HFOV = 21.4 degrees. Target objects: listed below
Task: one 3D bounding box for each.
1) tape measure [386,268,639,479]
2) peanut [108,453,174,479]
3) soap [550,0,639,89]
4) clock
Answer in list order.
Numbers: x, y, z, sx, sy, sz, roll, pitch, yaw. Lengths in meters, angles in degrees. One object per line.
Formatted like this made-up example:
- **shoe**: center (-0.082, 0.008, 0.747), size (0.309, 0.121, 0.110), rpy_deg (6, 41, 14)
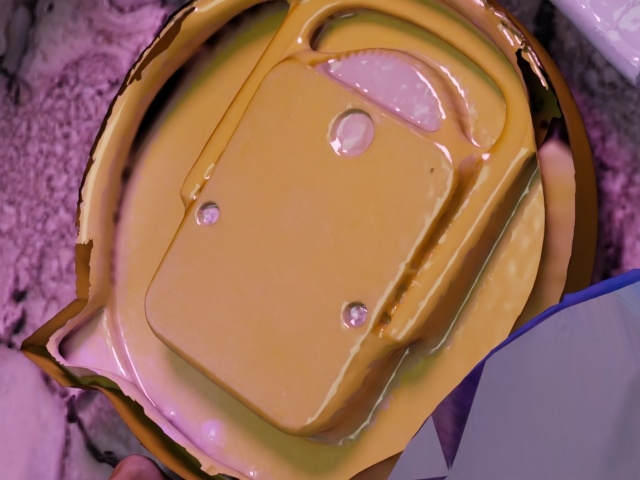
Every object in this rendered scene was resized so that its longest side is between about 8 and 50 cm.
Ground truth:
- **tape measure**: center (0.138, 0.135, 0.532), size (0.259, 0.138, 0.262), rpy_deg (20, 90, 27)
- **peanut**: center (-0.061, 0.246, 0.798), size (0.159, 0.143, 0.291), rpy_deg (-42, 60, 9)
- **soap**: center (0.130, -0.193, 0.779), size (0.150, 0.094, 0.261), rpy_deg (-47, 61, 18)
- **clock**: center (0.003, -0.001, 0.839), size (0.277, 0.071, 0.293), rpy_deg (41, 103, 29)
